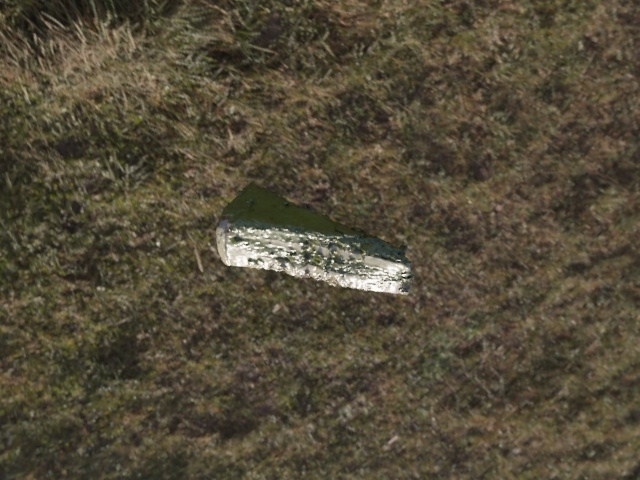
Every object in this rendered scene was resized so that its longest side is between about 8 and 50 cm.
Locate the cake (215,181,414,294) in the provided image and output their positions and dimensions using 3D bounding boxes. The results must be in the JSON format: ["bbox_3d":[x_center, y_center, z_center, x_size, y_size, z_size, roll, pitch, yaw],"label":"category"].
[{"bbox_3d":[0.000,0.000,0.508,0.140,0.055,0.051,11,134,10],"label":"cake"}]
